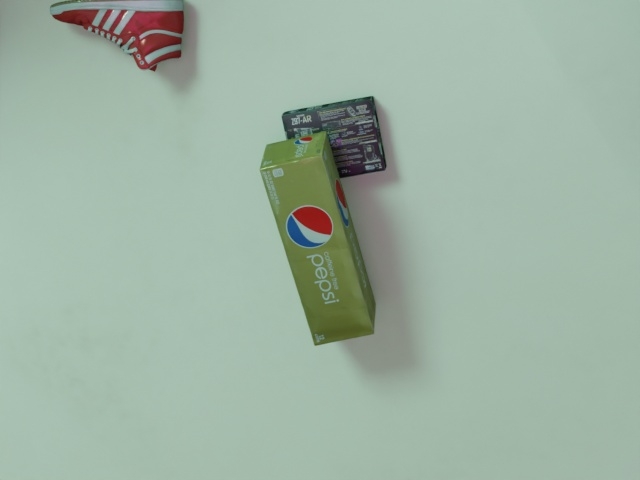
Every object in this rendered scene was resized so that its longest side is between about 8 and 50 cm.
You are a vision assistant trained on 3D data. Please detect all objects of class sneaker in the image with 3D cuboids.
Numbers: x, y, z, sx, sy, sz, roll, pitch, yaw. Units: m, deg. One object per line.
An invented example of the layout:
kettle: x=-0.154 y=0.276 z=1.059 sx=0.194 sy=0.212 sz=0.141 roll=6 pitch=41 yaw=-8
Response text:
sneaker: x=-0.178 y=-0.181 z=1.144 sx=0.118 sy=0.042 sz=0.067 roll=0 pitch=104 yaw=4

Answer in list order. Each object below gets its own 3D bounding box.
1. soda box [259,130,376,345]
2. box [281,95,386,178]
soda box: x=0.000 y=0.000 z=1.155 sx=0.058 sy=0.061 sz=0.181 roll=-13 pitch=114 yaw=10
box: x=0.012 y=-0.089 z=1.162 sx=0.083 sy=0.018 sz=0.067 roll=-10 pitch=105 yaw=9
